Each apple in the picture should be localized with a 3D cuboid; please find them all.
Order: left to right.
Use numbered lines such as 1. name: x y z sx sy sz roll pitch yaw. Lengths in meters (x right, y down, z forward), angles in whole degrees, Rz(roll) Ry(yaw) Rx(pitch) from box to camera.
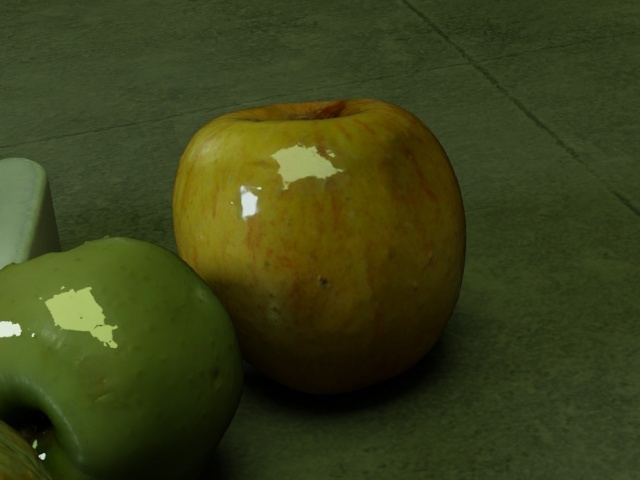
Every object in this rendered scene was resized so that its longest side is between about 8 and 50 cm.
1. apple: -0.194 0.122 1.251 0.279 0.279 0.279 -2 30 1
2. apple: 0.000 0.000 1.445 0.299 0.275 0.299 -7 18 2

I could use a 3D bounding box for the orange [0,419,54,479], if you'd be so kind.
1. orange: -0.324 0.245 1.029 0.329 0.249 0.329 8 16 -2

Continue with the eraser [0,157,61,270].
1. eraser: -0.382 0.060 1.476 0.331 0.150 0.331 -2 31 1
